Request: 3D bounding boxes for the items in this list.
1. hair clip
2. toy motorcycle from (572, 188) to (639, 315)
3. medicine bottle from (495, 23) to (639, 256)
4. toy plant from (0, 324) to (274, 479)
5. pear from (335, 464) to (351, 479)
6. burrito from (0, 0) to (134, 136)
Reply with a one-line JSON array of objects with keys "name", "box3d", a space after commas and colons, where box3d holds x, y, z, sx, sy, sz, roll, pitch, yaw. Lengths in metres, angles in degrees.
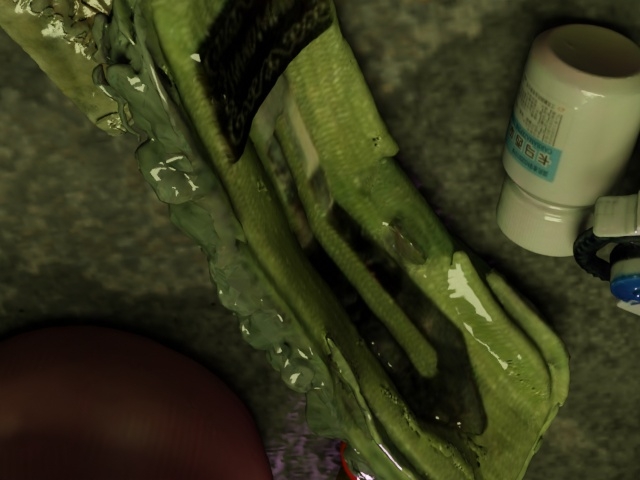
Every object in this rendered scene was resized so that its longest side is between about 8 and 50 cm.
[{"name": "hair clip", "box3d": [-0.002, -0.001, 0.669, 0.091, 0.138, 0.321, 2, 136, 40]}, {"name": "toy motorcycle", "box3d": [0.209, 0.026, 0.673, 0.150, 0.102, 0.221, -11, 150, 41]}, {"name": "medicine bottle", "box3d": [0.102, -0.041, 0.666, 0.052, 0.052, 0.089, 8, 128, -4]}, {"name": "toy plant", "box3d": [-0.128, 0.223, 0.700, 0.210, 0.356, 0.317, 25, 124, -25]}, {"name": "pear", "box3d": [0.051, 0.128, 0.783, 0.097, 0.092, 0.092, -40, 124, -15]}, {"name": "burrito", "box3d": [-0.112, -0.106, 0.630, 0.051, 0.042, 0.171, -44, 124, -3]}]
